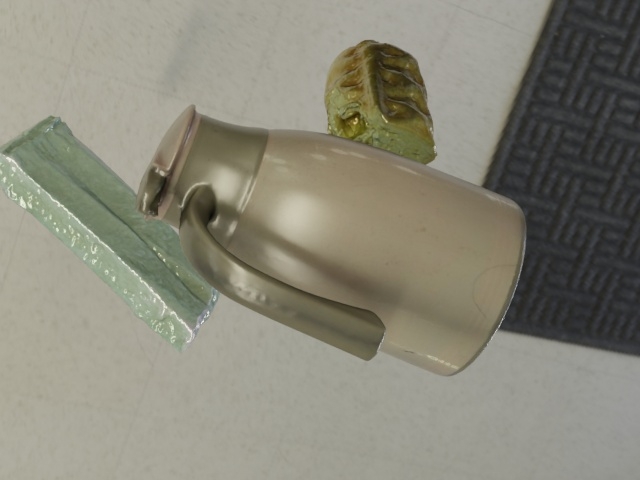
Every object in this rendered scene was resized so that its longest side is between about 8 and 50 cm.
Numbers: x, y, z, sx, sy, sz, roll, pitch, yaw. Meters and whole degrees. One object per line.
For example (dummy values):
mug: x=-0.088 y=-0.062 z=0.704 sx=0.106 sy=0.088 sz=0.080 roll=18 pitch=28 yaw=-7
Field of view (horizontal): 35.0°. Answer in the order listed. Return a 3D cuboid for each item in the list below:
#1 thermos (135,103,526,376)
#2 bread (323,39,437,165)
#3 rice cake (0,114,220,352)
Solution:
thermos: x=0.000 y=0.000 z=0.525 sx=0.193 sy=0.137 sz=0.105 roll=23 pitch=124 yaw=-13
bread: x=0.036 y=-0.087 z=0.649 sx=0.066 sy=0.110 sz=0.060 roll=-12 pitch=132 yaw=7
rice cake: x=-0.174 y=-0.008 z=0.853 sx=0.226 sy=0.085 sz=0.040 roll=44 pitch=128 yaw=-2
